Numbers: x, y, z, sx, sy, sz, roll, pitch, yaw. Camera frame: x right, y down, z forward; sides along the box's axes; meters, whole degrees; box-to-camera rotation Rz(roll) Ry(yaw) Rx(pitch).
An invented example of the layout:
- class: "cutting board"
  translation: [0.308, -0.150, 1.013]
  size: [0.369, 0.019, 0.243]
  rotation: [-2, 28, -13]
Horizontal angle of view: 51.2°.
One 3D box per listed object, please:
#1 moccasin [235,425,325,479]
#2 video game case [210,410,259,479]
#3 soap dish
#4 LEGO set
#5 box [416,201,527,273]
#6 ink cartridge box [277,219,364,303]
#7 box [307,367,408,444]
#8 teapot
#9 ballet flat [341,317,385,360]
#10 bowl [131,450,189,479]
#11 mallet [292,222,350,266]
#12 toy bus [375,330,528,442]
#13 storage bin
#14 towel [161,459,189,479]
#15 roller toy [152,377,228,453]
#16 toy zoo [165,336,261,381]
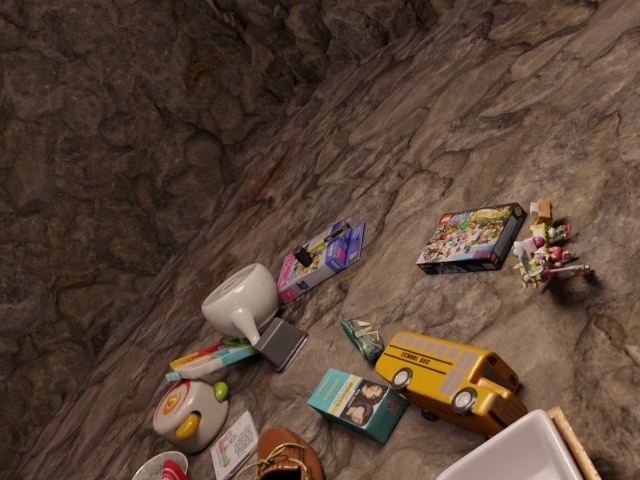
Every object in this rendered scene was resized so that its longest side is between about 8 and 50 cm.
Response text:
- class: "moccasin"
  translation: [-0.076, 0.488, 1.320]
  size: [0.139, 0.147, 0.380]
  rotation: [-43, 22, 9]
- class: "video game case"
  translation: [-0.217, 0.523, 1.691]
  size: [0.143, 0.019, 0.157]
  rotation: [-47, 22, 0]
- class: "soap dish"
  translation: [0.285, 0.387, 0.874]
  size: [0.229, 0.118, 0.291]
  rotation: [-40, 22, 16]
- class: "LEGO set"
  translation: [0.443, 0.012, 1.251]
  size: [0.107, 0.132, 0.287]
  rotation: [-12, 14, 30]
- class: "box"
  translation: [0.341, -0.002, 1.530]
  size: [0.233, 0.044, 0.159]
  rotation: [-9, 43, 57]
- class: "ink cartridge box"
  translation: [-0.003, 0.054, 2.047]
  size: [0.311, 0.065, 0.185]
  rotation: [-31, 27, 31]
- class: "box"
  translation: [0.073, 0.344, 1.412]
  size: [0.100, 0.060, 0.244]
  rotation: [-55, 23, -18]
- class: "teapot"
  translation: [-0.214, 0.200, 1.983]
  size: [0.252, 0.187, 0.256]
  rotation: [-22, 19, 50]
- class: "ballet flat"
  translation: [0.104, 0.227, 1.572]
  size: [0.070, 0.070, 0.188]
  rotation: [-46, 24, 3]
- class: "bowl"
  translation: [-0.402, 0.638, 1.725]
  size: [0.170, 0.080, 0.170]
  rotation: [-20, 27, 11]
- class: "mallet"
  translation: [0.000, 0.000, 1.966]
  size: [0.190, 0.062, 0.039]
  rotation: [-41, 27, 16]
- class: "toy bus"
  translation: [0.235, 0.258, 1.201]
  size: [0.130, 0.108, 0.333]
  rotation: [-52, 22, -17]
- class: "storage bin"
  translation: [-0.115, 0.278, 1.826]
  size: [0.135, 0.091, 0.098]
  rotation: [-52, 22, -15]
- class: "towel"
  translation: [-0.288, 0.623, 1.428]
  size: [0.031, 0.198, 0.275]
  rotation: [-26, 25, 3]
- class: "roller toy"
  translation: [-0.368, 0.482, 1.865]
  size: [0.191, 0.146, 0.209]
  rotation: [-29, 29, 39]
- class: "toy zoo"
  translation: [-0.314, 0.342, 1.946]
  size: [0.293, 0.030, 0.192]
  rotation: [-18, 6, -30]
